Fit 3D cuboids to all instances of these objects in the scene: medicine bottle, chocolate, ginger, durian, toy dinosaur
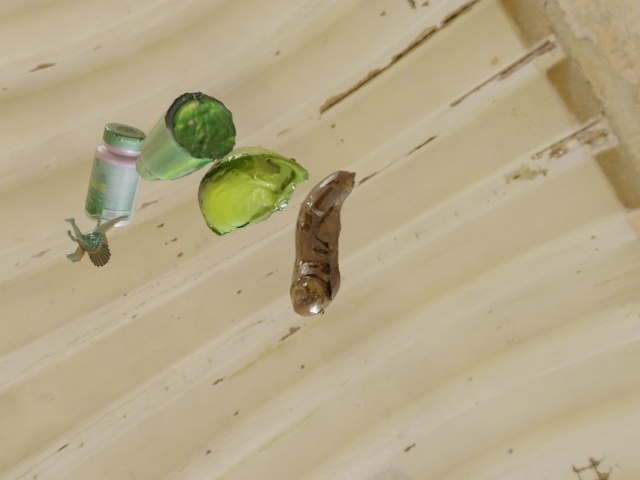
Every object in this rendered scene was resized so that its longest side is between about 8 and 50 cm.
[{"bbox_3d":[-0.572,-0.184,1.239,0.134,0.274,0.133,21,-156,-10],"label":"medicine bottle"},{"bbox_3d":[-0.249,-0.154,0.746,0.110,0.291,0.110,4,-97,-36],"label":"chocolate"},{"bbox_3d":[-0.003,0.008,0.906,0.107,0.133,0.309,10,-108,-6],"label":"ginger"},{"bbox_3d":[-0.137,-0.095,0.794,0.139,0.250,0.101,37,-139,-22],"label":"durian"},{"bbox_3d":[-0.443,0.003,0.870,0.044,0.188,0.106,-45,-48,-70],"label":"toy dinosaur"}]
